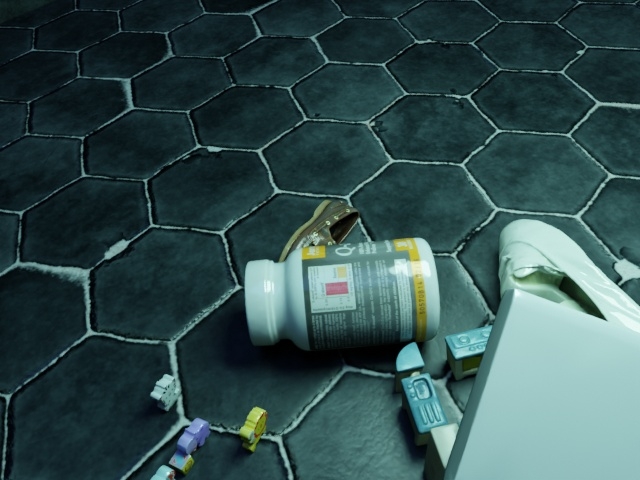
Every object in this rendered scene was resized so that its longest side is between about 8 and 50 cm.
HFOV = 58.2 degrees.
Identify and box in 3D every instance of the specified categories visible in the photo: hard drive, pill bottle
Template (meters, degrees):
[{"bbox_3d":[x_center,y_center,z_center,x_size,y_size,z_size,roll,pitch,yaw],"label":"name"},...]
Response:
[{"bbox_3d":[0.341,0.222,0.640,0.353,0.047,0.233,20,84,0],"label":"hard drive"},{"bbox_3d":[0.032,0.085,0.883,0.279,0.162,0.162,-4,47,1],"label":"pill bottle"}]

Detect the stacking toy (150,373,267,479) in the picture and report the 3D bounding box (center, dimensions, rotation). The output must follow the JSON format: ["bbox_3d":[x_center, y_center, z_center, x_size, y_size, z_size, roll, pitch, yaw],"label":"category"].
[{"bbox_3d":[-0.194,0.300,0.776,0.167,0.052,0.221,16,51,19],"label":"stacking toy"}]

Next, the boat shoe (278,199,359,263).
[{"bbox_3d":[0.000,0.000,1.025,0.073,0.073,0.207,18,51,23],"label":"boat shoe"}]

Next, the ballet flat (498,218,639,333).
[{"bbox_3d":[0.344,0.088,0.825,0.139,0.139,0.400,-18,37,-11],"label":"ballet flat"}]

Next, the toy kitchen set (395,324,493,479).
[{"bbox_3d":[0.202,0.213,0.773,0.166,0.122,0.207,-12,47,-6],"label":"toy kitchen set"}]
